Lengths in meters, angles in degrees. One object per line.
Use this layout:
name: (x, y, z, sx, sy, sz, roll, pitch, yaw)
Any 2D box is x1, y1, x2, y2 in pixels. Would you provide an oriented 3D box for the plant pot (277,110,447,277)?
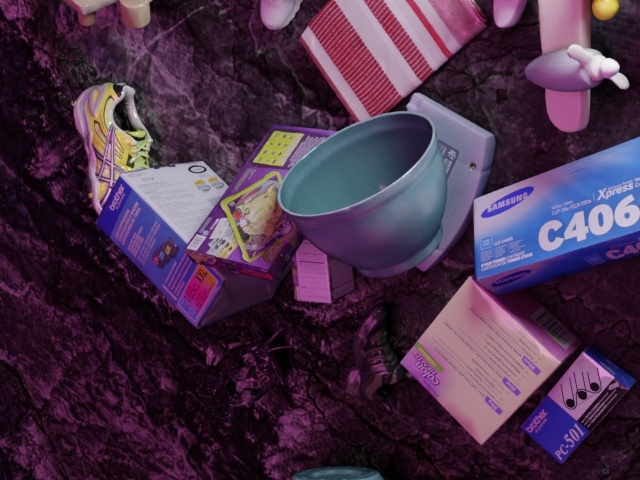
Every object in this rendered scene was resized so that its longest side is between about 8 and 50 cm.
plant pot: (0.099, -0.060, 1.502, 0.293, 0.293, 0.196, -6, 126, 37)

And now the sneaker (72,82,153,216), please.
sneaker: (-0.459, -0.181, 2.005, 0.147, 0.145, 0.385, -14, 96, 39)

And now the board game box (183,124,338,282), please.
board game box: (-0.088, -0.082, 1.656, 0.208, 0.347, 0.056, 9, 144, 37)

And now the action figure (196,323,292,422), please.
action figure: (-0.175, 0.302, 1.942, 0.164, 0.141, 0.276, 56, 130, 24)

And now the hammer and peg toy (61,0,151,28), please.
hammer and peg toy: (-0.436, -0.562, 1.818, 0.361, 0.266, 0.127, 39, 145, 20)

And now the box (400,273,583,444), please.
box: (0.306, 0.203, 1.570, 0.213, 0.117, 0.243, 44, 124, 18)

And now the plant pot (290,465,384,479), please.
plant pot: (0.036, 0.600, 1.790, 0.293, 0.293, 0.235, -6, 85, 37)

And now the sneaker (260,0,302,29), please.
sneaker: (-0.077, -0.516, 1.654, 0.090, 0.095, 0.235, 34, 123, 22)

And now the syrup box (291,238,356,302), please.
syrup box: (0.000, 0.000, 1.750, 0.096, 0.093, 0.237, 2, 105, 36)

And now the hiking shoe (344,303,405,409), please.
hiking shoe: (0.125, 0.233, 1.747, 0.114, 0.086, 0.227, 19, 121, 16)

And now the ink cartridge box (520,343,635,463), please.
ink cartridge box: (0.454, 0.292, 1.532, 0.097, 0.046, 0.207, 41, 124, 21)

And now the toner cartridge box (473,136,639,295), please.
toner cartridge box: (0.413, -0.038, 1.395, 0.347, 0.075, 0.165, -22, 51, 38)

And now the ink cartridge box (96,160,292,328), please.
ink cartridge box: (-0.278, -0.024, 1.835, 0.395, 0.270, 0.151, 45, 120, 18)

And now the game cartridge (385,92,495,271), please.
game cartridge: (0.201, -0.099, 1.599, 0.196, 0.060, 0.294, 37, 123, 26)

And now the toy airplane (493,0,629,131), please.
toy airplane: (0.363, -0.410, 1.246, 0.386, 0.272, 0.384, 51, 127, 13)

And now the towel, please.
towel: (0.124, -0.386, 1.583, 0.329, 0.037, 0.237, -38, 82, 39)
